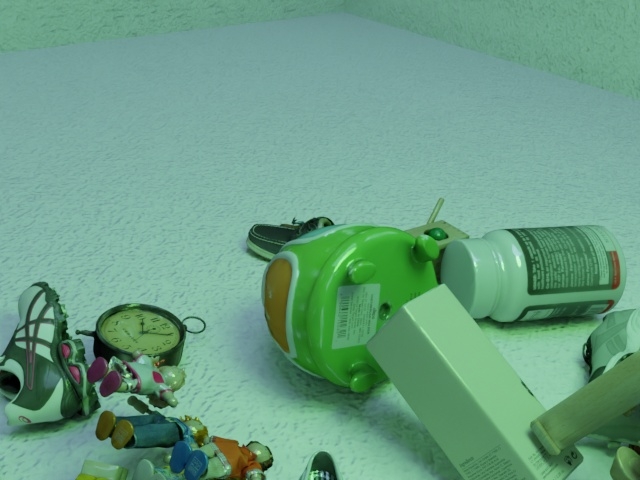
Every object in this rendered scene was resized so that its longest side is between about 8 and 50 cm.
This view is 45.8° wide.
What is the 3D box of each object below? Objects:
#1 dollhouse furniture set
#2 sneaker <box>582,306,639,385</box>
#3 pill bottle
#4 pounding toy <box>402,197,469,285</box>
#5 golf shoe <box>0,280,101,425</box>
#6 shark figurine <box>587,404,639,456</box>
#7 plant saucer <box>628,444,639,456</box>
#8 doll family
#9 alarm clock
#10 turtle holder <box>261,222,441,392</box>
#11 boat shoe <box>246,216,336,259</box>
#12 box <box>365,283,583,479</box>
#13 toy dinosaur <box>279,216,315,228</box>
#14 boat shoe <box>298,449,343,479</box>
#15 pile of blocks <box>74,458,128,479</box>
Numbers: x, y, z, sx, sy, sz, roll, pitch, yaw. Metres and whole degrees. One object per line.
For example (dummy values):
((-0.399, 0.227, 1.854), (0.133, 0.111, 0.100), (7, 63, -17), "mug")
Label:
((0.426, 0.292, 0.827), (0.303, 0.174, 0.356), (-12, 62, -48), "dollhouse furniture set")
((0.455, 0.194, 1.174), (0.108, 0.100, 0.271), (-9, 19, 41), "sneaker")
((0.364, 0.057, 1.315), (0.283, 0.161, 0.161), (-2, 29, -16), "pill bottle")
((0.200, 0.014, 1.383), (0.130, 0.141, 0.100), (-15, 34, -34), "pounding toy")
((-0.402, 0.149, 1.059), (0.120, 0.105, 0.273), (-17, 35, -24), "golf shoe")
((0.412, 0.241, 1.015), (0.278, 0.116, 0.166), (5, 27, 9), "shark figurine")
((0.469, 0.298, 1.047), (0.083, 0.013, 0.083), (5, 29, -3), "plant saucer")
((-0.172, 0.242, 0.898), (0.263, 0.118, 0.163), (34, 6, 34), "doll family")
((-0.252, 0.147, 1.124), (0.192, 0.064, 0.129), (-16, 40, -41), "alarm clock")
((0.056, 0.072, 1.145), (0.227, 0.244, 0.320), (13, 40, 45), "turtle holder")
((0.000, 0.000, 1.420), (0.285, 0.093, 0.103), (14, 29, 13), "boat shoe")
((0.187, 0.200, 0.951), (0.094, 0.113, 0.275), (-22, 69, -40), "box")
((-0.025, -0.028, 1.528), (0.082, 0.047, 0.090), (6, 11, -42), "toy dinosaur")
((0.000, 0.328, 0.830), (0.083, 0.076, 0.226), (0, 29, -11), "boat shoe")
((-0.237, 0.328, 0.705), (0.112, 0.149, 0.362), (9, 28, 6), "pile of blocks")
